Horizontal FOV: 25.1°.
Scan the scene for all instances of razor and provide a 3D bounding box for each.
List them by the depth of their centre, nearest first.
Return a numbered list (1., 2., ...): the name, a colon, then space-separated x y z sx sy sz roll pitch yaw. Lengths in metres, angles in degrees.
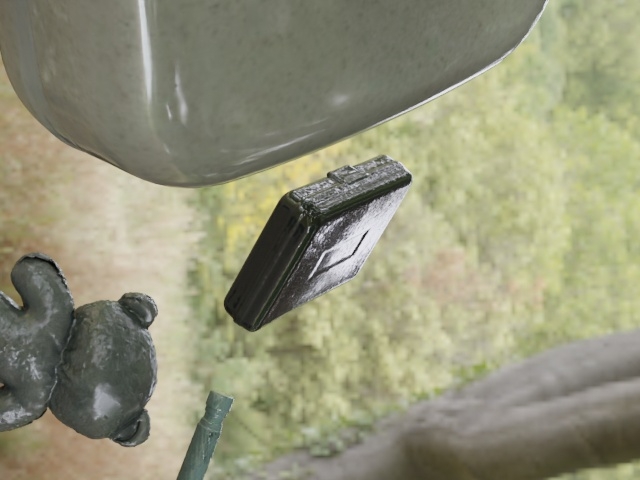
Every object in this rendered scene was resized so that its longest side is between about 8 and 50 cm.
1. razor: -0.133 0.256 1.385 0.068 0.106 0.232 20 93 -50

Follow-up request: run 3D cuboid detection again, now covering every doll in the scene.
1. doll: -0.372 0.136 1.869 0.158 0.340 0.246 -94 -164 -87

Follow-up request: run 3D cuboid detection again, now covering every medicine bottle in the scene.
1. medicine bottle: -0.011 -0.214 0.513 0.282 0.123 0.375 -27 128 -35

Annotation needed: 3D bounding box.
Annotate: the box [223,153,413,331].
1. box: 0.000 0.000 1.460 0.230 0.050 0.160 -25 150 -58
